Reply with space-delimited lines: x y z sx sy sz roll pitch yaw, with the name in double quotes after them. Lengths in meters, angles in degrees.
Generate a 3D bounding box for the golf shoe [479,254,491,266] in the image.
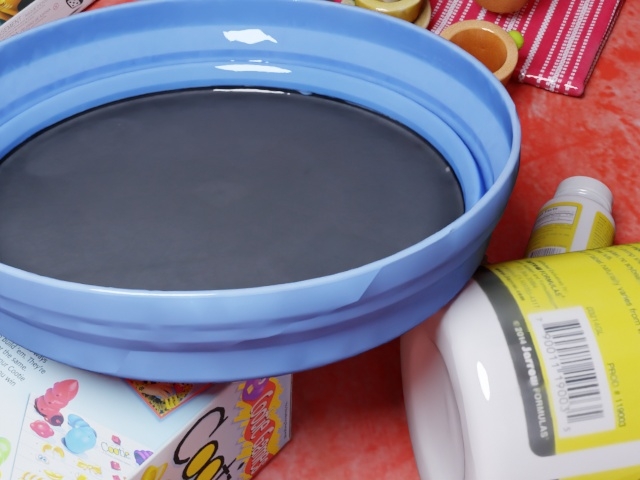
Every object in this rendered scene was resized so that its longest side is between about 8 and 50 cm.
0.000 0.000 0.908 0.272 0.105 0.120 24 69 22 "golf shoe"

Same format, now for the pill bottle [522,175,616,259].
0.197 0.005 0.923 0.065 0.065 0.116 18 52 11 "pill bottle"

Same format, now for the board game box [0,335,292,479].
-0.159 0.140 0.739 0.144 0.142 0.275 34 57 24 "board game box"

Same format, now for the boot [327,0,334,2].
-0.150 -0.270 1.059 0.236 0.089 0.269 -32 76 -32 "boot"

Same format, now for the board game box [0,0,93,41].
-0.383 -0.265 1.110 0.305 0.053 0.193 29 54 18 "board game box"

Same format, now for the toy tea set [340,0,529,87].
0.088 -0.184 1.008 0.200 0.124 0.336 16 60 10 "toy tea set"

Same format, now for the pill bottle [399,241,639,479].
0.234 0.092 0.777 0.333 0.188 0.188 -7 52 -10 "pill bottle"

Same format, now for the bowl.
-0.068 -0.051 0.763 0.391 0.077 0.391 0 34 0 "bowl"

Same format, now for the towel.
0.152 -0.248 1.149 0.274 0.031 0.199 21 53 13 "towel"
